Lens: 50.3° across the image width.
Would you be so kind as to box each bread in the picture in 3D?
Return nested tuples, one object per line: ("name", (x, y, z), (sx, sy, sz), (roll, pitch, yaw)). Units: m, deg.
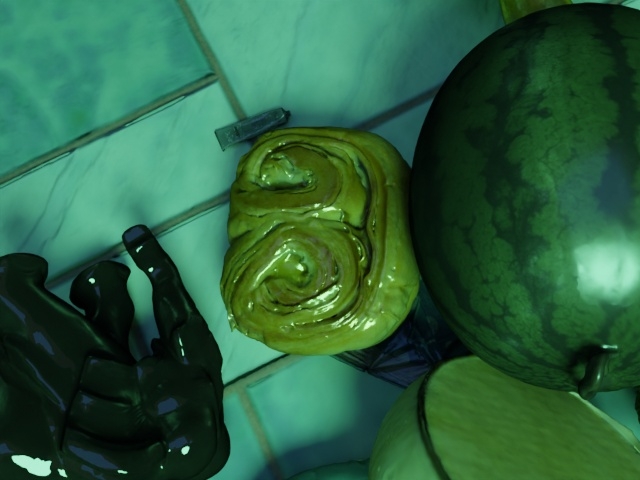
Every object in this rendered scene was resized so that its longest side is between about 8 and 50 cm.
("bread", (0.003, 0.000, 0.681), (0.198, 0.120, 0.236), (1, 71, 9))

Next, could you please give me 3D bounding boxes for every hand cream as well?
("hand cream", (-0.079, -0.134, 0.801), (0.093, 0.019, 0.030), (-21, 68, 1))

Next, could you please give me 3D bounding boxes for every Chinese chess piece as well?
("Chinese chess piece", (0.162, 0.206, 0.536), (0.257, 0.257, 0.104), (33, 118, 16))

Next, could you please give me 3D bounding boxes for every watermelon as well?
("watermelon", (0.211, -0.031, 0.568), (0.278, 0.279, 0.360), (4, 58, 7))

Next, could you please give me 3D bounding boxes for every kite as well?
("kite", (0.089, 0.034, 0.727), (0.335, 0.011, 0.314), (-19, 70, -1))

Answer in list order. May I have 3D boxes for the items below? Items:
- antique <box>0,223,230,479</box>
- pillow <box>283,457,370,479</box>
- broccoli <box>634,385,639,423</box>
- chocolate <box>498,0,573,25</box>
("antique", (-0.244, 0.155, 0.629), (0.322, 0.185, 0.255), (-31, 67, -14))
("pillow", (0.035, 0.304, 0.600), (0.233, 0.086, 0.214), (-19, 75, 1))
("broccoli", (0.396, 0.120, 0.558), (0.269, 0.242, 0.261), (-11, 46, -28))
("chocolate", (0.233, -0.221, 0.704), (0.085, 0.085, 0.219), (-37, 113, -7))
